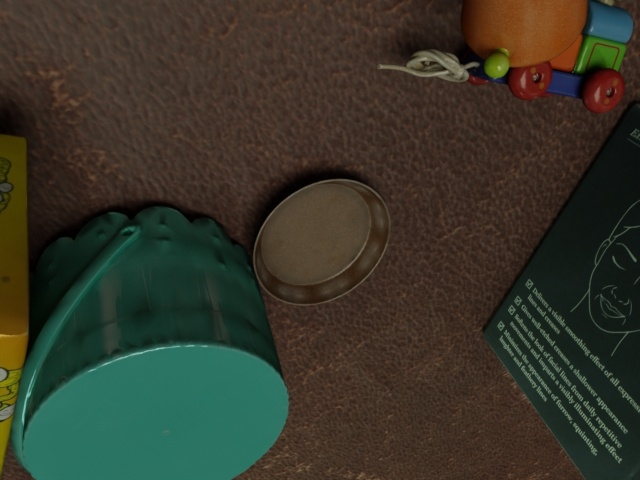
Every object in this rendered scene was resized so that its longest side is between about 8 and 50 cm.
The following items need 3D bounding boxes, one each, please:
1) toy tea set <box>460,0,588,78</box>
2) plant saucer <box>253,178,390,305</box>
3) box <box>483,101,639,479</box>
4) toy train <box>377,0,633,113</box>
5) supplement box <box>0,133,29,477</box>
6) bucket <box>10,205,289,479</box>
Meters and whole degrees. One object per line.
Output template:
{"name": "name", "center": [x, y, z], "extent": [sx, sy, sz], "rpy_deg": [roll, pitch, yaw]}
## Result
{"name": "toy tea set", "center": [0.212, -0.276, 0.450], "extent": [0.336, 0.200, 0.124], "rpy_deg": [-31, 155, 4]}
{"name": "plant saucer", "center": [0.000, 0.000, 0.650], "extent": [0.168, 0.029, 0.168], "rpy_deg": [-12, 125, -18]}
{"name": "box", "center": [0.441, 0.082, 0.705], "extent": [0.212, 0.293, 0.395], "rpy_deg": [8, 123, -25]}
{"name": "toy train", "center": [0.184, -0.212, 0.528], "extent": [0.248, 0.105, 0.143], "rpy_deg": [4, 112, -20]}
{"name": "supplement box", "center": [-0.355, 0.098, 0.445], "extent": [0.194, 0.195, 0.356], "rpy_deg": [4, 136, -32]}
{"name": "bucket", "center": [-0.172, 0.127, 0.586], "extent": [0.281, 0.183, 0.281], "rpy_deg": [-11, 129, -14]}
